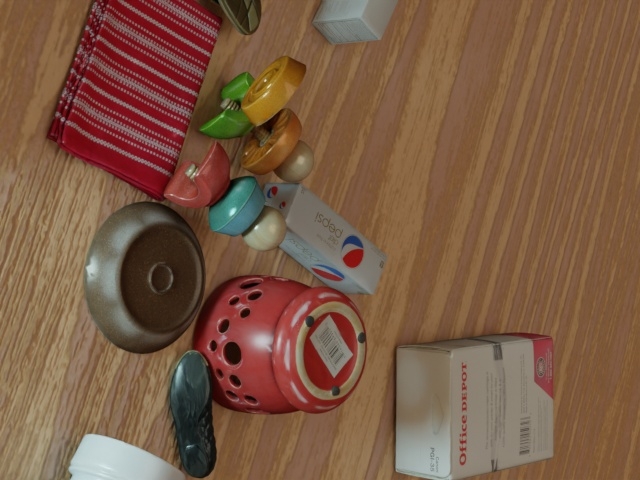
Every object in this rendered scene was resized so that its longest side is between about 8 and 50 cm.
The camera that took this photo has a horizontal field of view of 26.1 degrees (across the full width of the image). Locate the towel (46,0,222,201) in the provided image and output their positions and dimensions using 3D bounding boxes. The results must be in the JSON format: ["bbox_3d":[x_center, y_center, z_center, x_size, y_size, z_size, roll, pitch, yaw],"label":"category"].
[{"bbox_3d":[-0.229,-0.207,1.766,0.199,0.031,0.275,30,69,-43],"label":"towel"}]

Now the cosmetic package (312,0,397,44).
[{"bbox_3d":[0.081,-0.402,2.035,0.060,0.099,0.239,43,62,-41],"label":"cosmetic package"}]

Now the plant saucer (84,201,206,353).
[{"bbox_3d":[-0.215,0.049,1.783,0.198,0.036,0.198,-2,93,-45],"label":"plant saucer"}]

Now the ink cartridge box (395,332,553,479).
[{"bbox_3d":[0.250,0.259,2.211,0.283,0.117,0.207,-1,92,-47],"label":"ink cartridge box"}]

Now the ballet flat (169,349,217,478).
[{"bbox_3d":[-0.169,0.231,1.838,0.049,0.057,0.173,-55,143,-83],"label":"ballet flat"}]

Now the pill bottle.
[{"bbox_3d":[-0.277,0.386,1.637,0.161,0.161,0.283,40,63,-39],"label":"pill bottle"}]

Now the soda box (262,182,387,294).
[{"bbox_3d":[0.000,0.000,1.976,0.216,0.074,0.069,39,64,-40],"label":"soda box"}]

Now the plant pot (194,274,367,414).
[{"bbox_3d":[-0.048,0.145,1.862,0.191,0.174,0.191,-3,94,-44],"label":"plant pot"}]

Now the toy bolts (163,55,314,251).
[{"bbox_3d":[-0.067,-0.103,1.790,0.158,0.218,0.228,40,58,-20],"label":"toy bolts"}]

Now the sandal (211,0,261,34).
[{"bbox_3d":[-0.142,-0.352,1.845,0.180,0.049,0.072,50,50,-17],"label":"sandal"}]
